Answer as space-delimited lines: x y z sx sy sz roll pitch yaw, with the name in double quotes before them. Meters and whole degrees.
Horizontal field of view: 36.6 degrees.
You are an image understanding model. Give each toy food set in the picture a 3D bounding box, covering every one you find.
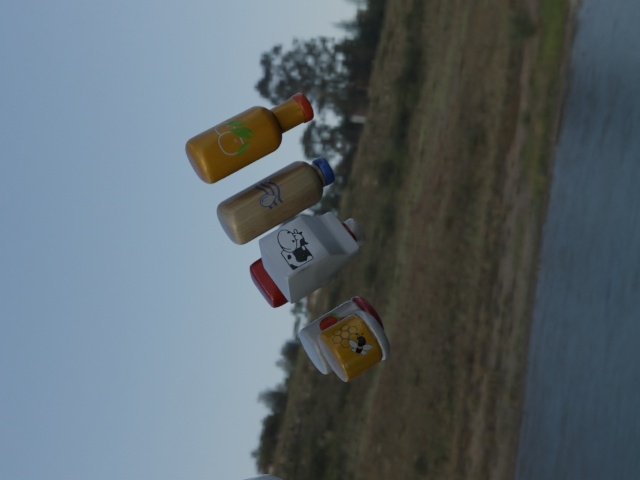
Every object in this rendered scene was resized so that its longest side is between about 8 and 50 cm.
"toy food set" 0.000 0.000 0.744 0.232 0.104 0.111 52 164 28

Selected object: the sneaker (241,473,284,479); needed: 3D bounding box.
"sneaker" -0.106 0.260 0.520 0.305 0.114 0.152 -59 16 -16
